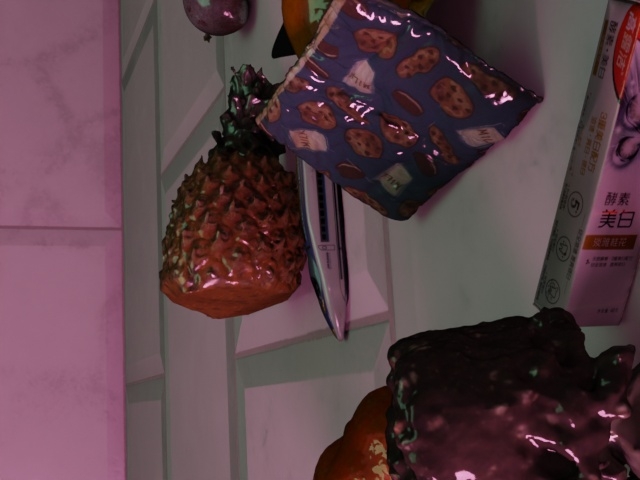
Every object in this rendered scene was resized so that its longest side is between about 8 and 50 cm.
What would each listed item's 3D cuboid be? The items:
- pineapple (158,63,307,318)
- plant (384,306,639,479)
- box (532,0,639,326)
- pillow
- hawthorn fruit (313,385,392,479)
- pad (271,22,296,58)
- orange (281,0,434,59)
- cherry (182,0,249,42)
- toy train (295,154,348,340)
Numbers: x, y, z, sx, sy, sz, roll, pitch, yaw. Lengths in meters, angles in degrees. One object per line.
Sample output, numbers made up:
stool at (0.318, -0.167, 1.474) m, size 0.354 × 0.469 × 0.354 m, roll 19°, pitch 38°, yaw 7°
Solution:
pineapple at (-0.117, -0.073, 1.250) m, size 0.202 × 0.202 × 0.362 m, roll 133°, pitch 141°, yaw -61°
plant at (0.139, 0.113, 0.545) m, size 0.131 × 0.203 × 0.142 m, roll -135°, pitch 39°, yaw -82°
box at (0.194, -0.047, 0.591) m, size 0.039 × 0.055 × 0.218 m, roll -133°, pitch 47°, yaw -59°
pillow at (0.054, -0.112, 0.803) m, size 0.034 × 0.189 × 0.255 m, roll -64°, pitch 10°, yaw -30°
hawthorn fruit at (0.087, 0.205, 0.707) m, size 0.189 × 0.189 × 0.189 m, roll -179°, pitch 90°, yaw -70°
pad at (0.010, -0.305, 1.076) m, size 0.181 × 0.004 × 0.267 m, roll -67°, pitch 21°, yaw 0°
orange at (0.043, -0.239, 0.856) m, size 0.179 × 0.158 × 0.237 m, roll -100°, pitch 15°, yaw -73°
cherry at (-0.175, -0.385, 1.544) m, size 0.148 × 0.115 × 0.188 m, roll 30°, pitch 135°, yaw 23°
toy train at (0.001, 0.000, 1.118) m, size 0.055 × 0.048 × 0.252 m, roll 140°, pitch 128°, yaw -67°
